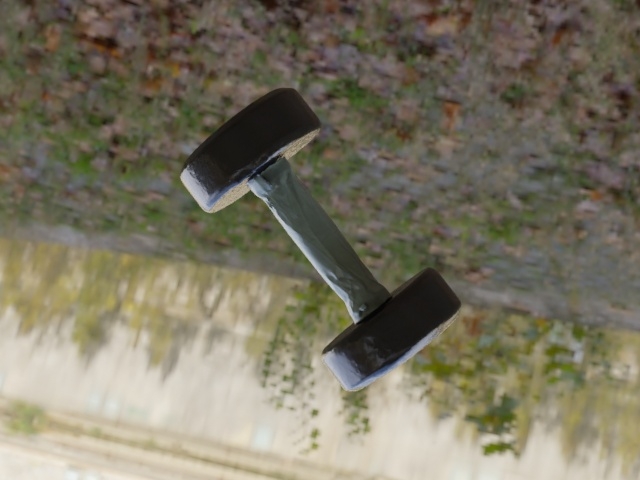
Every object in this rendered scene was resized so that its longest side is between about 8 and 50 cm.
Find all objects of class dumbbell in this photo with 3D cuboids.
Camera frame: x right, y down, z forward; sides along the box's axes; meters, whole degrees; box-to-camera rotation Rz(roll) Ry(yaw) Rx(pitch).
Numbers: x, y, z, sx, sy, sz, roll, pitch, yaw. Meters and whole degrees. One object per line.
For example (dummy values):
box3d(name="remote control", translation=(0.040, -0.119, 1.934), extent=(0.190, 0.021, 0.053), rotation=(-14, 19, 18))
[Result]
box3d(name="dumbbell", translation=(0.000, 0.000, 0.785), extent=(0.191, 0.100, 0.100), rotation=(52, 165, 3))
